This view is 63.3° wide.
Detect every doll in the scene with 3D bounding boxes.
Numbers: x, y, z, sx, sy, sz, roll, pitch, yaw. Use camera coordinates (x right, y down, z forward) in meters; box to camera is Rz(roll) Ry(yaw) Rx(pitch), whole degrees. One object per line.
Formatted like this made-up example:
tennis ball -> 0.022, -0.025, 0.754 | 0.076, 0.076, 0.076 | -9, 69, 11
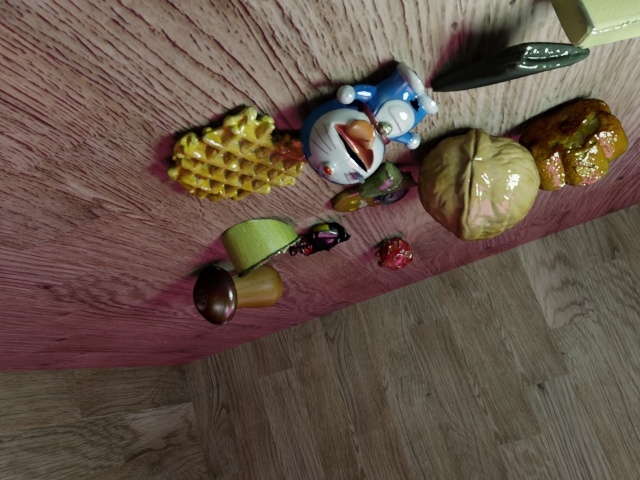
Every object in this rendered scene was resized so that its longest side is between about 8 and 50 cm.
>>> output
doll -> -0.002, -0.003, 1.642 | 0.127, 0.088, 0.249 | -31, -177, -37
doll -> 0.090, -0.205, 0.956 | 0.257, 0.161, 0.215 | -35, 130, 17

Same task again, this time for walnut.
walnut -> 0.384, -0.139, 1.283 | 0.252, 0.277, 0.313 | -49, 157, -3

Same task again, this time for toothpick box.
toothpick box -> -0.276, 0.168, 1.730 | 0.294, 0.192, 0.192 | -8, 161, -45

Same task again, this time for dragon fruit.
dragon fruit -> 0.286, 0.051, 2.021 | 0.136, 0.133, 0.166 | 34, 142, -12

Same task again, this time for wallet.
wallet -> 0.331, -0.309, 0.941 | 0.169, 0.052, 0.245 | -13, -171, -23

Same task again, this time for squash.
squash -> -0.169, 0.008, 1.509 | 0.220, 0.133, 0.220 | -29, 174, -3

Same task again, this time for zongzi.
zongzi -> 0.164, -0.129, 1.370 | 0.130, 0.062, 0.154 | 22, 133, -40

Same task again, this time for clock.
clock -> 0.199, -0.128, 1.425 | 0.085, 0.017, 0.085 | -19, 156, -9

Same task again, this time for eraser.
eraser -> 0.475, -0.385, 0.842 | 0.172, 0.117, 0.058 | -15, 167, -9

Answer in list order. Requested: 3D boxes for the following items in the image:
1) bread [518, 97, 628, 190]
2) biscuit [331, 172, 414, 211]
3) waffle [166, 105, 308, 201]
bread -> 0.623, -0.235, 1.279 | 0.247, 0.232, 0.135 | -31, 134, 12
biscuit -> 0.146, -0.128, 1.466 | 0.236, 0.039, 0.180 | -15, 164, -1
waffle -> -0.152, -0.157, 1.036 | 0.282, 0.058, 0.301 | -20, 162, 6
